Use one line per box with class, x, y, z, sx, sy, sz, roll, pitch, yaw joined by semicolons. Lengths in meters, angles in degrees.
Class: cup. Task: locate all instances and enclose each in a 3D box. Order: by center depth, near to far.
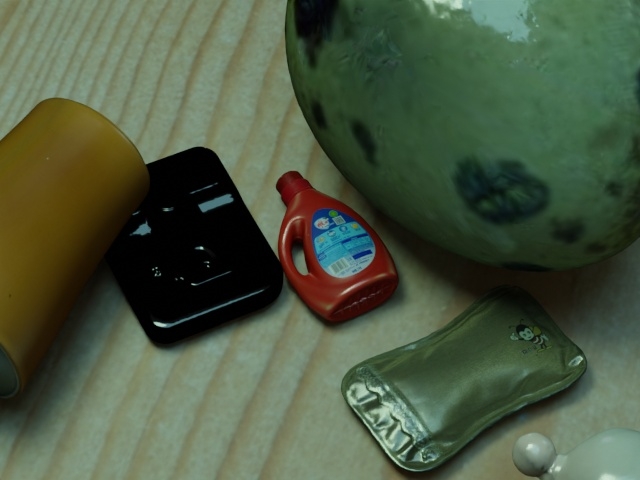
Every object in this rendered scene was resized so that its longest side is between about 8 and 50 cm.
cup;-0.292;0.004;1.672;0.226;0.182;0.264;2;46;47

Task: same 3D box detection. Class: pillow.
pillow;0.133;0.125;1.693;0.217;0.033;0.130;-26;58;-21

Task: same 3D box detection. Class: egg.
egg;0.155;-0.163;1.719;0.345;0.345;0.428;-22;66;-19

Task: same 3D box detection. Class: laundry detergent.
laundry detergent;0.000;0.000;1.773;0.097;0.049;0.165;-24;56;-17

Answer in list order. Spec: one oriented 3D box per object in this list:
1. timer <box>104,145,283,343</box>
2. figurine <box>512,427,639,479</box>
timer;-0.130;-0.001;1.758;0.144;0.055;0.187;-21;57;-19
figurine;0.224;0.241;1.548;0.182;0.144;0.256;36;56;25
